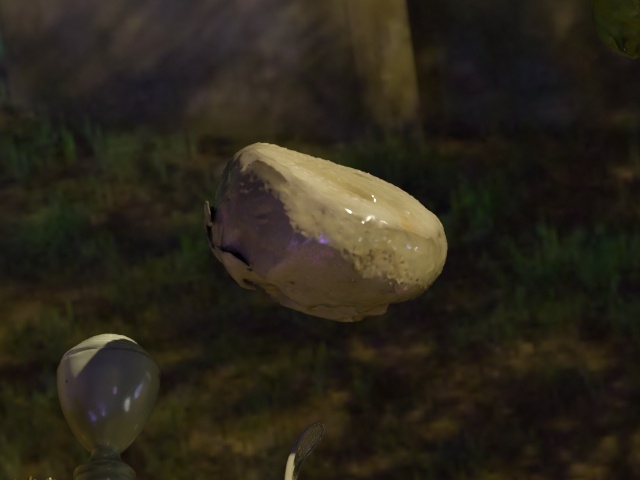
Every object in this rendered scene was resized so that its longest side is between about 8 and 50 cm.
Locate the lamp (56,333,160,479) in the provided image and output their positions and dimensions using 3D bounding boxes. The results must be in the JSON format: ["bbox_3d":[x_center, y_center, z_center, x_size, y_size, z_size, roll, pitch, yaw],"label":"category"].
[{"bbox_3d":[-0.213,0.182,1.541,0.106,0.193,0.106,-3,-34,-2],"label":"lamp"}]

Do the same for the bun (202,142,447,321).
[{"bbox_3d":[0.000,0.000,1.447,0.239,0.141,0.239,19,9,-3],"label":"bun"}]

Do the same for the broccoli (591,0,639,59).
[{"bbox_3d":[0.314,-0.164,0.968,0.297,0.297,0.297,18,22,34],"label":"broccoli"}]

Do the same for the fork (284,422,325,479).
[{"bbox_3d":[-0.025,0.195,1.041,0.028,0.034,0.219,-9,27,23],"label":"fork"}]

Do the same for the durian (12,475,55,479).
[{"bbox_3d":[-0.349,0.301,1.163,0.394,0.163,0.198,-35,59,-27],"label":"durian"}]
